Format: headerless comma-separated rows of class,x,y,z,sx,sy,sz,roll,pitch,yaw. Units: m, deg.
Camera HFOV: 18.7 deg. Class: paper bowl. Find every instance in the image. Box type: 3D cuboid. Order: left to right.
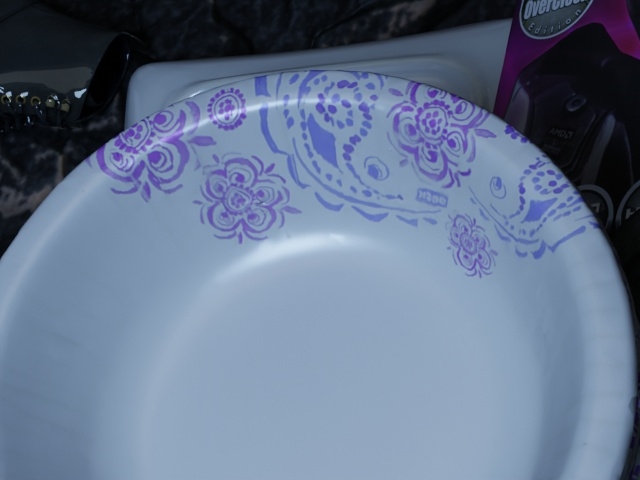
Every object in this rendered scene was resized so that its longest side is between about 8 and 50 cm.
paper bowl,0.000,0.082,0.825,0.284,0.148,0.284,-6,63,12

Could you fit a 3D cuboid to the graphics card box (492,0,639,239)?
graphics card box,0.213,-0.127,1.013,0.232,0.094,0.371,-9,59,43

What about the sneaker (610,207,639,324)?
sneaker,0.290,0.126,0.858,0.410,0.158,0.182,45,43,4

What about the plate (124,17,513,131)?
plate,0.000,0.000,1.112,0.277,0.045,0.278,-5,67,17

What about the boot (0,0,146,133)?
boot,-0.213,-0.076,1.223,0.137,0.077,0.198,20,72,21
